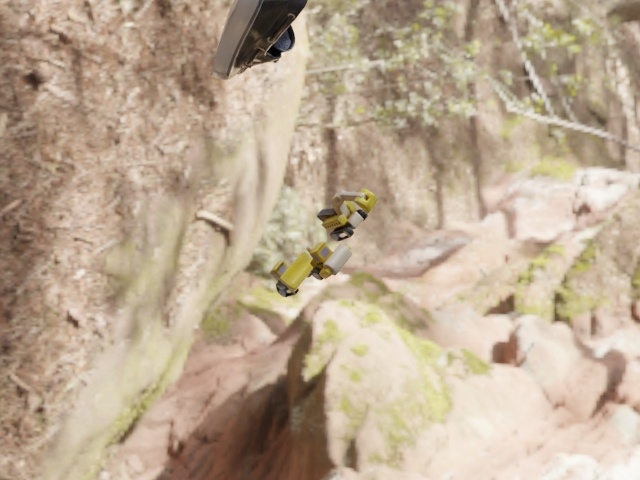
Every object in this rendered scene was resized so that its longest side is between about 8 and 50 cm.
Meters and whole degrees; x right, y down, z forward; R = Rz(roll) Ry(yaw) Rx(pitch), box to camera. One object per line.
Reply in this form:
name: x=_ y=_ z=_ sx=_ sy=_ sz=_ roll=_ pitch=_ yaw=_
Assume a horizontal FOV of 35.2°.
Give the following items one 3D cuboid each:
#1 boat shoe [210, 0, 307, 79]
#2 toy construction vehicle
boat shoe: x=-0.061 y=-0.220 z=1.056 sx=0.076 sy=0.228 sz=0.080 roll=19 pitch=70 yaw=-10
toy construction vehicle: x=0.000 y=0.000 z=0.791 sx=0.035 sy=0.098 sz=0.086 roll=44 pitch=70 yaw=-11
